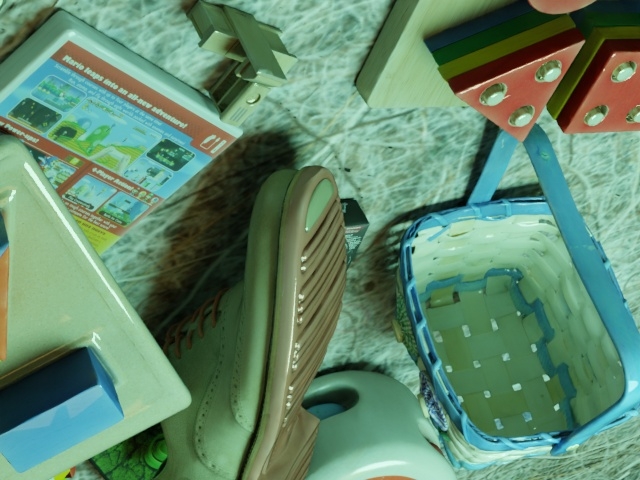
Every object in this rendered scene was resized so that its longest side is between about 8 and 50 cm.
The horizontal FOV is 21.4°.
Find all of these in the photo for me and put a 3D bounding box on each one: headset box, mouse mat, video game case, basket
[{"bbox_3d":[0.000,0.000,1.448,0.062,0.032,0.083,-7,140,-29],"label":"headset box"},{"bbox_3d":[-0.142,0.170,1.569,0.152,0.007,0.190,-38,148,-9],"label":"mouse mat"},{"bbox_3d":[-0.221,-0.033,1.253,0.285,0.025,0.204,-39,145,17],"label":"video game case"},{"bbox_3d":[0.180,0.070,1.472,0.201,0.255,0.289,-9,154,-22],"label":"basket"}]

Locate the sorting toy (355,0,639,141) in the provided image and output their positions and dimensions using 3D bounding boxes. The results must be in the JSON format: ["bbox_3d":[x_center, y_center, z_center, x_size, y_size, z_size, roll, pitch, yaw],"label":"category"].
[{"bbox_3d":[0.195,-0.180,1.293,0.255,0.089,0.257,-4,140,-32],"label":"sorting toy"}]

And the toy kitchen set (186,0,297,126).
[{"bbox_3d":[-0.065,-0.115,1.214,0.083,0.068,0.075,14,128,-45],"label":"toy kitchen set"}]

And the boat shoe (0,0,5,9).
[{"bbox_3d":[-0.305,-0.161,0.951,0.091,0.109,0.305,-45,149,23],"label":"boat shoe"}]

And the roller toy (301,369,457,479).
[{"bbox_3d":[0.030,0.230,1.667,0.209,0.146,0.191,10,123,-28],"label":"roller toy"}]

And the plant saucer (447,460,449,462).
[{"bbox_3d":[0.049,0.277,1.851,0.195,0.037,0.195,-19,145,-14],"label":"plant saucer"}]

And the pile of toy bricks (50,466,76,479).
[{"bbox_3d":[-0.250,0.253,1.546,0.118,0.105,0.212,-5,113,21],"label":"pile of toy bricks"}]

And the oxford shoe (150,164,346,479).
[{"bbox_3d":[-0.073,0.100,1.419,0.140,0.146,0.397,-52,159,-54],"label":"oxford shoe"}]

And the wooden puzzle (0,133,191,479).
[{"bbox_3d":[-0.291,0.116,1.264,0.322,0.080,0.348,-28,136,0],"label":"wooden puzzle"}]
